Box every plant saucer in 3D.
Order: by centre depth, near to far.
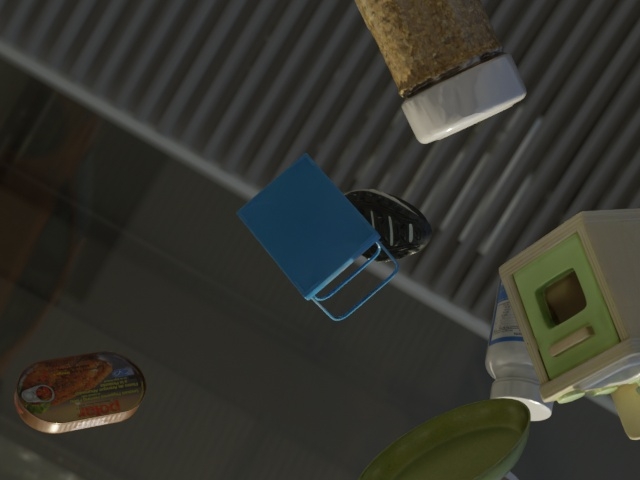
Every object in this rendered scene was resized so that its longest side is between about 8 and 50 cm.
[{"bbox_3d":[0.155,0.274,1.724,0.241,0.037,0.241,-28,-169,6],"label":"plant saucer"}]

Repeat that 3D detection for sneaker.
[{"bbox_3d":[0.069,-0.033,2.032,0.272,0.108,0.100,11,-72,52],"label":"sneaker"}]

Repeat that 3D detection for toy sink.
[{"bbox_3d":[0.321,0.101,1.575,0.153,0.131,0.234,-39,-117,48],"label":"toy sink"}]

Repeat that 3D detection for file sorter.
[{"bbox_3d":[0.000,0.000,1.780,0.118,0.104,0.170,-41,-126,0],"label":"file sorter"}]

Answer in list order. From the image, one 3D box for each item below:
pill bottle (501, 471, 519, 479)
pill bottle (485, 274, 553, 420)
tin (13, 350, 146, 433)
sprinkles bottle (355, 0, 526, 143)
[{"bbox_3d":[0.211,0.480,2.201,0.153,0.153,0.264,-43,-157,61],"label":"pill bottle"},{"bbox_3d":[0.309,0.147,2.069,0.124,0.124,0.221,137,-30,-61],"label":"pill bottle"},{"bbox_3d":[-0.338,0.215,1.979,0.106,0.190,0.040,60,-40,33],"label":"tin"},{"bbox_3d":[0.080,-0.278,1.410,0.121,0.355,0.121,-25,-179,1],"label":"sprinkles bottle"}]
